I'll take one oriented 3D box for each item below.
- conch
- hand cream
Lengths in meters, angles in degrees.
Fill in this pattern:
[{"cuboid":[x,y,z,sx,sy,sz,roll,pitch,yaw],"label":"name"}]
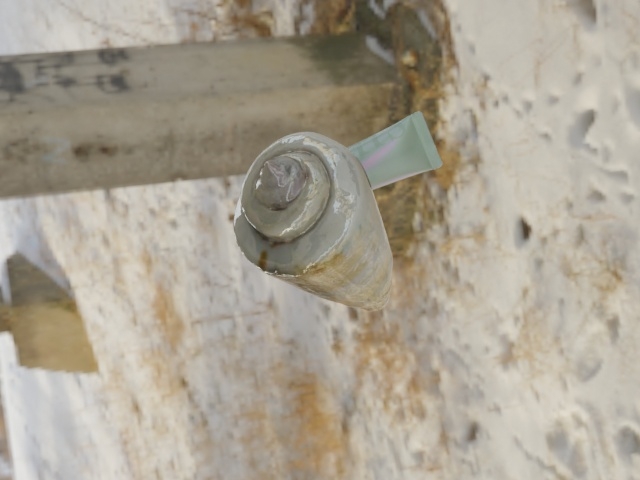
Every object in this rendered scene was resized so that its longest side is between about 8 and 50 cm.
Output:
[{"cuboid":[-0.006,0.008,0.994,0.158,0.127,0.255,7,143,35],"label":"conch"},{"cuboid":[0.028,-0.072,1.137,0.050,0.205,0.078,-100,-15,-54],"label":"hand cream"}]
